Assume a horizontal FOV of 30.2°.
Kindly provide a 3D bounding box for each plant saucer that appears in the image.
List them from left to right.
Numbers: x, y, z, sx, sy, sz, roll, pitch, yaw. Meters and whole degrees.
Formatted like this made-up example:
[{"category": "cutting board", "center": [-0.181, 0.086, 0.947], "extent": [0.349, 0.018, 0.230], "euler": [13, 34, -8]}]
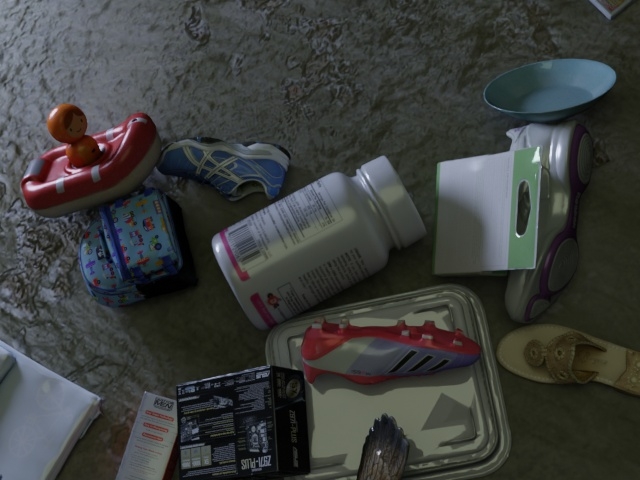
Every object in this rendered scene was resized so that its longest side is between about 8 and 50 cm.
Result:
[{"category": "plant saucer", "center": [0.340, -0.215, 1.754], "extent": [0.195, 0.037, 0.195], "euler": [-11, 28, 6]}]

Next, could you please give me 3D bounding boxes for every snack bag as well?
[{"category": "snack bag", "center": [-0.543, 0.305, 1.796], "extent": [0.343, 0.037, 0.323], "euler": [27, 79, 16]}]

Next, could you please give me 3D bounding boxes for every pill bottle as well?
[{"category": "pill bottle", "center": [0.000, 0.000, 1.726], "extent": [0.283, 0.160, 0.160], "euler": [-27, 71, 1]}]

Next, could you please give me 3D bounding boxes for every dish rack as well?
[{"category": "dish rack", "center": [0.088, 0.213, 1.695], "extent": [0.333, 0.072, 0.285], "euler": [-12, 72, 7]}]

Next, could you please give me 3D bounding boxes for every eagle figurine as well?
[{"category": "eagle figurine", "center": [0.080, 0.405, 1.532], "extent": [0.225, 0.226, 0.298], "euler": [-35, 100, -13]}]

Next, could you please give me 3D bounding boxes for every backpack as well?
[{"category": "backpack", "center": [-0.291, 0.015, 1.798], "extent": [0.173, 0.117, 0.158], "euler": [-17, 70, 7]}]

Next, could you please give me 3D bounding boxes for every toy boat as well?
[{"category": "toy boat", "center": [-0.362, -0.141, 1.810], "extent": [0.231, 0.151, 0.151], "euler": [-17, 33, 14]}]

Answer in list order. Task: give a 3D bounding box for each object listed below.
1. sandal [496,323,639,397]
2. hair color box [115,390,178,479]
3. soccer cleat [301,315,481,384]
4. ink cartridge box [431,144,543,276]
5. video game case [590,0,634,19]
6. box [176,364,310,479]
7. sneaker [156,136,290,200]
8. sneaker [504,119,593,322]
[{"category": "sandal", "center": [0.365, 0.162, 1.654], "extent": [0.240, 0.079, 0.088], "euler": [12, 76, 13]}, {"category": "hair color box", "center": [-0.243, 0.300, 1.740], "extent": [0.072, 0.043, 0.141], "euler": [15, 78, 14]}, {"category": "soccer cleat", "center": [0.096, 0.161, 1.640], "extent": [0.248, 0.083, 0.095], "euler": [4, 104, 7]}, {"category": "ink cartridge box", "center": [0.245, -0.036, 1.654], "extent": [0.056, 0.235, 0.171], "euler": [8, 83, -32]}, {"category": "video game case", "center": [0.454, -0.442, 1.853], "extent": [0.143, 0.019, 0.157], "euler": [-39, 72, -3]}, {"category": "box", "center": [-0.111, 0.265, 1.673], "extent": [0.180, 0.077, 0.147], "euler": [-16, 69, 33]}, {"category": "sneaker", "center": [-0.155, -0.108, 1.828], "extent": [0.211, 0.080, 0.081], "euler": [2, 71, 12]}, {"category": "sneaker", "center": [0.302, -0.028, 1.726], "extent": [0.152, 0.114, 0.305], "euler": [6, 75, 34]}]
